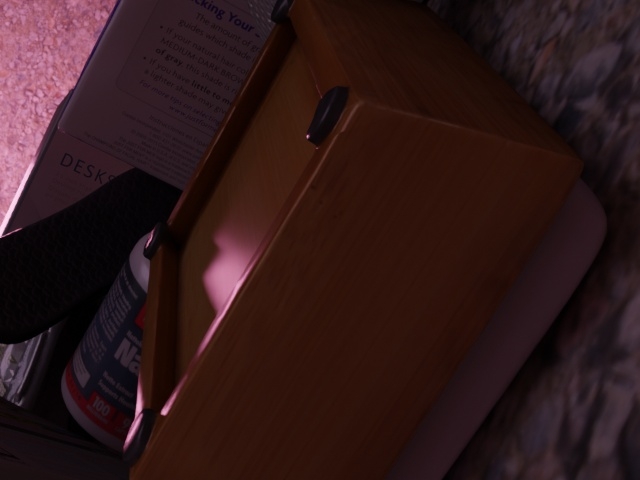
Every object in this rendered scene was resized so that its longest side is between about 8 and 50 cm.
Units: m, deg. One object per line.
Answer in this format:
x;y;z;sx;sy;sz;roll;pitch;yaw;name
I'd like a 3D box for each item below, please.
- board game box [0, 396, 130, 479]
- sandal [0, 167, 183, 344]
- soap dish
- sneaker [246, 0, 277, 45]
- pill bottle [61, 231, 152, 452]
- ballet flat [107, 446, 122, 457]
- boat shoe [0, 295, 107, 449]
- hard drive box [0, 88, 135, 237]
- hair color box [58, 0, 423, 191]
-0.236;0.139;0.637;0.303;0.224;0.097;14;79;42;board game box
-0.162;0.004;0.823;0.254;0.097;0.054;-21;-14;-37;sandal
0.000;0.000;0.523;0.229;0.118;0.291;-59;17;17;soap dish
0.028;-0.191;0.648;0.161;0.282;0.102;-30;45;-11;sneaker
-0.097;0.054;0.746;0.180;0.108;0.108;-58;18;21;pill bottle
-0.147;0.095;0.934;0.068;0.072;0.213;-3;60;39;ballet flat
-0.212;0.182;0.822;0.103;0.118;0.320;-17;62;34;boat shoe
-0.228;-0.007;1.092;0.089;0.181;0.232;-17;51;67;hard drive box
-0.033;-0.192;0.776;0.339;0.185;0.110;-54;18;27;hair color box
